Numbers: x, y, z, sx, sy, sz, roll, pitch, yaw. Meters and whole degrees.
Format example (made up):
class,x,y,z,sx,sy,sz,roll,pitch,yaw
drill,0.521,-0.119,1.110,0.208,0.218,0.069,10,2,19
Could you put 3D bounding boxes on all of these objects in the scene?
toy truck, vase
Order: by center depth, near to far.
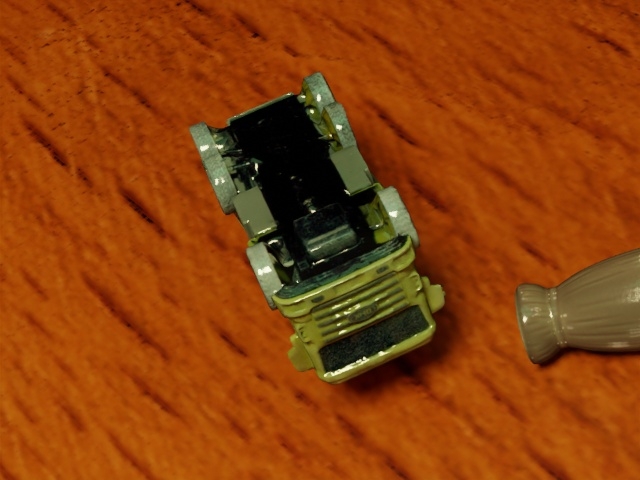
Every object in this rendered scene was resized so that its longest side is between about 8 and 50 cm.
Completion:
class,x,y,z,sx,sy,sz,roll,pitch,yaw
vase,0.152,0.032,0.900,0.101,0.053,0.053,-13,47,14
toy truck,0.000,0.000,0.944,0.085,0.116,0.191,-26,37,-3
